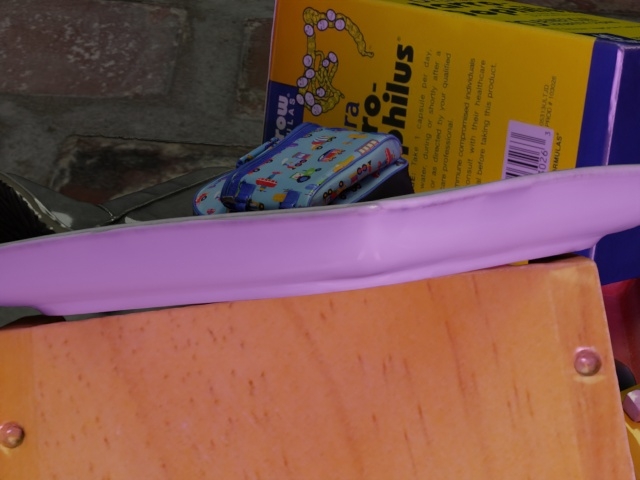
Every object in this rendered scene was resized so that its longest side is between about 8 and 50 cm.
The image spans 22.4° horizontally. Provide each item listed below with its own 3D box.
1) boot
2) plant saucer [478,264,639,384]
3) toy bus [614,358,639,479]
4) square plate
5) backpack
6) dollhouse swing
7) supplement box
[{"bbox_3d":[-0.162,-0.029,1.398,0.190,0.076,0.208,37,45,22],"label":"boot"},{"bbox_3d":[0.144,0.075,1.290,0.258,0.047,0.259,6,27,1],"label":"plant saucer"},{"bbox_3d":[0.213,0.138,1.077,0.202,0.104,0.191,15,47,6],"label":"toy bus"},{"bbox_3d":[0.000,0.000,0.950,0.344,0.049,0.347,-7,1,39],"label":"square plate"},{"bbox_3d":[-0.026,-0.023,1.296,0.173,0.117,0.158,14,36,43],"label":"backpack"},{"bbox_3d":[0.001,0.157,1.011,0.347,0.305,0.315,-7,71,1],"label":"dollhouse swing"},{"bbox_3d":[0.144,-0.104,1.385,0.356,0.195,0.194,17,17,39],"label":"supplement box"}]
